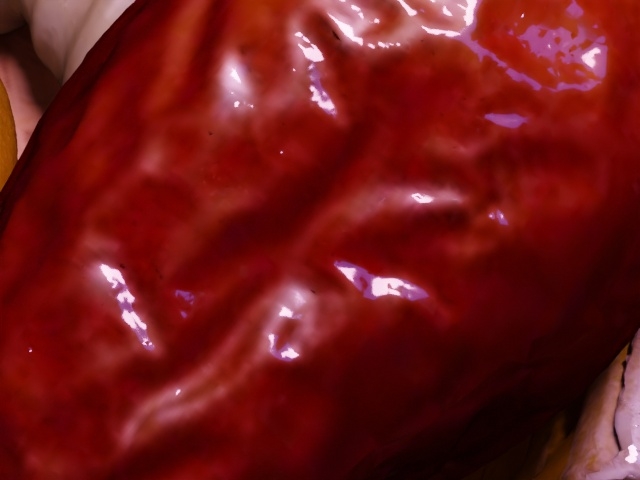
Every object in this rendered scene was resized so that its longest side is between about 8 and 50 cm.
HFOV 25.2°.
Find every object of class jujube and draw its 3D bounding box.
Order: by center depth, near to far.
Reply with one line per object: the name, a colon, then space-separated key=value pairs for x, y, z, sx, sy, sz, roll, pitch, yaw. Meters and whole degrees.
jujube: x=0.000 y=0.000 z=0.543 sx=0.223 sy=0.223 sz=0.318 roll=42 pitch=82 yaw=8

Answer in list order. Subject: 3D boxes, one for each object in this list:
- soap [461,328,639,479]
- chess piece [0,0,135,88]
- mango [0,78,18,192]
soap: x=0.133 y=0.055 z=0.657 sx=0.080 sy=0.160 sz=0.257 roll=32 pitch=45 yaw=-8
chess piece: x=-0.135 y=-0.143 z=0.706 sx=0.251 sy=0.144 sz=0.144 roll=36 pitch=43 yaw=11
mango: x=-0.195 y=-0.035 z=0.598 sx=0.136 sy=0.099 sz=0.227 roll=13 pitch=39 yaw=-11
